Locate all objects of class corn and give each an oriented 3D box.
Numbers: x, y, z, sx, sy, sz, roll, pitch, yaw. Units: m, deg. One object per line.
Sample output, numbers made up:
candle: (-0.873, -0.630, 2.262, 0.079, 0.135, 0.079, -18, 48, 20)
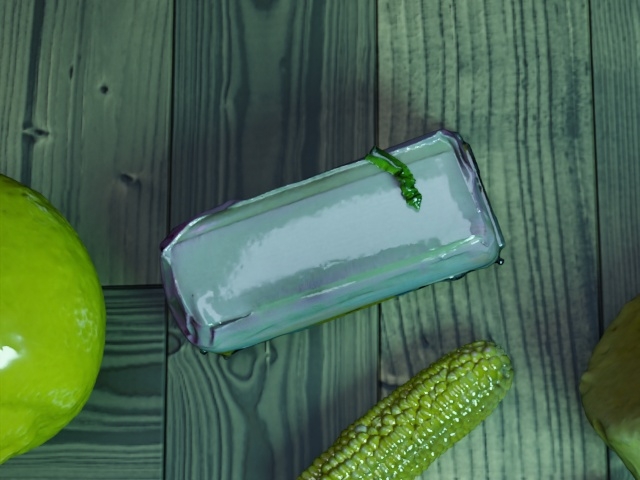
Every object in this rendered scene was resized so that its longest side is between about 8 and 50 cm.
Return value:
corn: (0.091, 0.216, 1.508, 0.292, 0.101, 0.101, -40, 76, 1)

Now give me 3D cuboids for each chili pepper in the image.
chili pepper: (0.081, -0.067, 1.442, 0.027, 0.022, 0.083, -35, 76, -34)

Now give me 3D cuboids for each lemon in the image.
lemon: (-0.396, 0.086, 1.501, 0.348, 0.348, 0.347, -2, 78, 9)

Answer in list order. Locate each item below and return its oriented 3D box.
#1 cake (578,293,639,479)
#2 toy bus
cake: (0.468, 0.190, 1.376, 0.332, 0.332, 0.321, -40, 106, 0)
toy bus: (0.000, 0.000, 1.535, 0.386, 0.162, 0.171, -20, 77, 5)
